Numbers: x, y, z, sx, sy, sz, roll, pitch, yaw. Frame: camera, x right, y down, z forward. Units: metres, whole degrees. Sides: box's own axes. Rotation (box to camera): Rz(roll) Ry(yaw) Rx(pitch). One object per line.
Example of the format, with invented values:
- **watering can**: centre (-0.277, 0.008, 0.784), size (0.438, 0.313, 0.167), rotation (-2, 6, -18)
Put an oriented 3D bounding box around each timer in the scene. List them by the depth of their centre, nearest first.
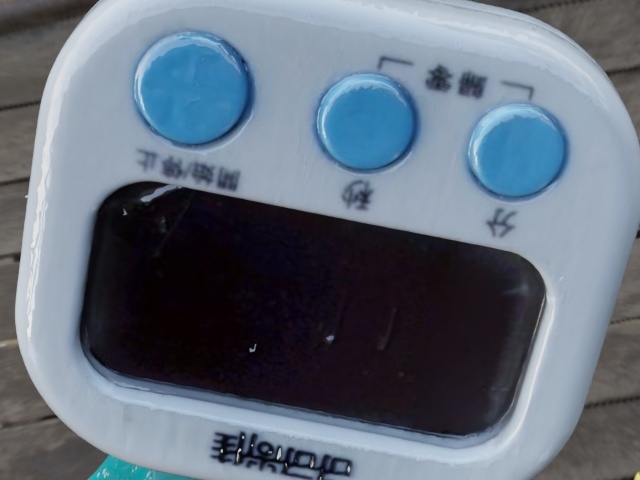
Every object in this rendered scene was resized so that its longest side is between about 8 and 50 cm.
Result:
- **timer**: centre (0.000, 0.000, 0.633), size (0.262, 0.087, 0.237), rotation (11, 114, -2)

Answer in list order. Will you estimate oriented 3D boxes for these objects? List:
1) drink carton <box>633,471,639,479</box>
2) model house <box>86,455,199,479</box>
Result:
- **drink carton**: centre (0.198, 0.171, 0.610), size (0.075, 0.200, 0.084), rotation (-4, 58, 42)
- **model house**: centre (-0.087, 0.178, 0.906), size (0.100, 0.127, 0.148), rotation (-3, 88, -32)
